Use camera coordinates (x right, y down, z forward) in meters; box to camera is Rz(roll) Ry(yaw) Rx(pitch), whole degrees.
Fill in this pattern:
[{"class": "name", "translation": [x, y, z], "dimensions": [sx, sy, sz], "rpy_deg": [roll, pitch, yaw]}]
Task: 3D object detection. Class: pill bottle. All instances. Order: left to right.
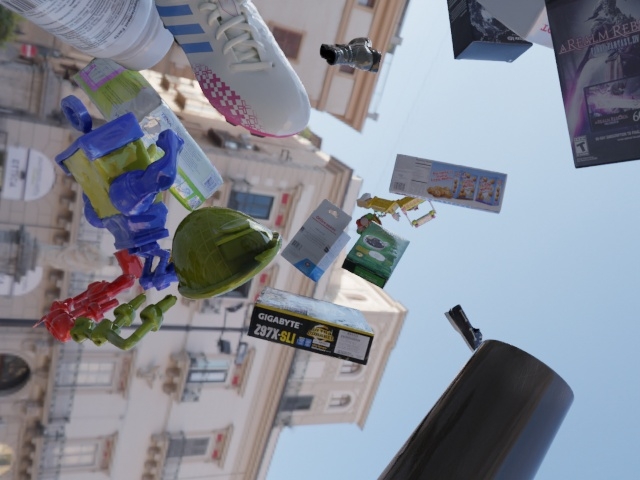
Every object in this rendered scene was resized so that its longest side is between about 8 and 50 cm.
[{"class": "pill bottle", "translation": [-0.358, -0.375, 0.922], "dimensions": [0.160, 0.283, 0.160], "rpy_deg": [-6, -103, 25]}]

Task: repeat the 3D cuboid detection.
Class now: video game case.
[{"class": "video game case", "translation": [0.452, -0.254, 0.916], "dimensions": [0.196, 0.026, 0.274], "rpy_deg": [-4, -76, 49]}]

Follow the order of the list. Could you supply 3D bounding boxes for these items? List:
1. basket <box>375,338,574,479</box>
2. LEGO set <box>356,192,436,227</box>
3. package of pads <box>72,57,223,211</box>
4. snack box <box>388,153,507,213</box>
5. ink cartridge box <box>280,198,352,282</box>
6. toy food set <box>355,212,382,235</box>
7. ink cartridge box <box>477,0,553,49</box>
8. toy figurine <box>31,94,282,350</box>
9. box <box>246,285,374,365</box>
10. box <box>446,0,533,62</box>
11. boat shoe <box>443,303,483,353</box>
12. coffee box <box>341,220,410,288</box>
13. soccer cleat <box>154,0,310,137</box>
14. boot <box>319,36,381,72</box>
[{"class": "basket", "translation": [0.188, 0.244, 0.733], "dimensions": [0.227, 0.154, 0.204], "rpy_deg": [-51, 161, -16]}, {"class": "LEGO set", "translation": [0.250, -0.100, 1.891], "dimensions": [0.287, 0.107, 0.132], "rpy_deg": [-16, -141, 26]}, {"class": "package of pads", "translation": [-0.324, -0.215, 1.153], "dimensions": [0.101, 0.229, 0.296], "rpy_deg": [-41, -131, -7]}, {"class": "snack box", "translation": [0.203, -0.091, 0.987], "dimensions": [0.022, 0.178, 0.064], "rpy_deg": [56, 47, -77]}, {"class": "ink cartridge box", "translation": [0.000, 0.000, 1.519], "dimensions": [0.104, 0.060, 0.180], "rpy_deg": [38, -92, 30]}, {"class": "toy food set", "translation": [0.149, -0.043, 1.903], "dimensions": [0.083, 0.020, 0.082], "rpy_deg": [-44, -100, 16]}, {"class": "ink cartridge box", "translation": [0.445, -0.487, 1.071], "dimensions": [0.270, 0.198, 0.197], "rpy_deg": [-64, -147, 33]}, {"class": "toy figurine", "translation": [-0.213, -0.040, 0.605], "dimensions": [0.362, 0.191, 0.217], "rpy_deg": [-5, -70, 58]}, {"class": "box", "translation": [-0.025, 0.186, 1.409], "dimensions": [0.322, 0.257, 0.079], "rpy_deg": [-118, -139, -88]}, {"class": "box", "translation": [0.384, -0.499, 1.403], "dimensions": [0.093, 0.156, 0.158], "rpy_deg": [148, -62, -71]}, {"class": "boat shoe", "translation": [0.283, 0.176, 1.159], "dimensions": [0.038, 0.046, 0.125], "rpy_deg": [-37, -91, 10]}, {"class": "coffee box", "translation": [0.133, 0.031, 1.448], "dimensions": [0.184, 0.113, 0.040], "rpy_deg": [-53, 168, -53]}, {"class": "soccer cleat", "translation": [-0.126, -0.272, 0.802], "dimensions": [0.331, 0.116, 0.143], "rpy_deg": [50, -28, 24]}, {"class": "boot", "translation": [0.071, -0.562, 1.823], "dimensions": [0.246, 0.161, 0.083], "rpy_deg": [-117, -145, -59]}]
